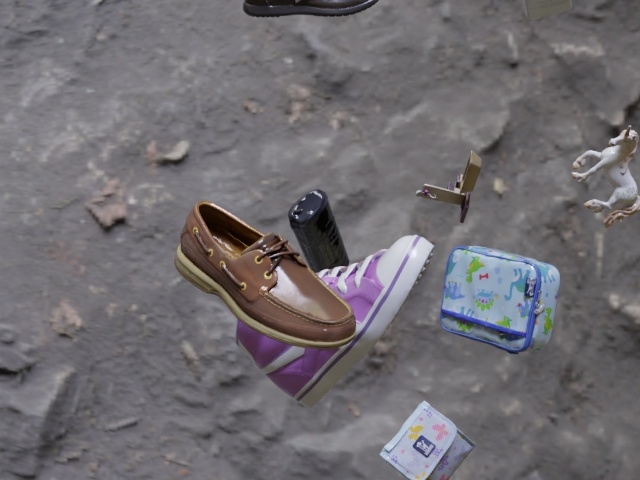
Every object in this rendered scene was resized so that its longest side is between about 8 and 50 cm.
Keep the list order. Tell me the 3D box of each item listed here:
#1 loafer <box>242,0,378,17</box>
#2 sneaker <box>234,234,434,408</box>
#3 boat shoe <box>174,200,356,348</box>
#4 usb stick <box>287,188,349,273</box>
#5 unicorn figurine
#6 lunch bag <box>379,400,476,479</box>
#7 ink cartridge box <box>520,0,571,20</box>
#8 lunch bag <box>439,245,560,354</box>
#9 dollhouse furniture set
[{"bbox_3d":[-0.013,-0.392,1.834,0.220,0.080,0.078,-4,113,-1],"label":"loafer"},{"bbox_3d":[-0.002,0.065,1.336,0.161,0.282,0.102,40,33,-1],"label":"sneaker"},{"bbox_3d":[-0.045,0.026,0.927,0.064,0.178,0.060,-25,136,-44],"label":"boat shoe"},{"bbox_3d":[0.000,0.000,1.930,0.077,0.045,0.278,-48,157,-11],"label":"usb stick"},{"bbox_3d":[0.435,-0.103,1.762,0.162,0.111,0.060,57,26,-28],"label":"unicorn figurine"},{"bbox_3d":[0.102,0.201,1.144,0.071,0.053,0.083,-50,133,-6],"label":"lunch bag"},{"bbox_3d":[0.275,-0.372,1.519,0.150,0.063,0.109,63,12,-60],"label":"ink cartridge box"},{"bbox_3d":[0.323,0.108,2.144,0.090,0.219,0.176,3,100,-44],"label":"lunch bag"},{"bbox_3d":[0.195,-0.104,1.792,0.091,0.081,0.114,-77,180,-46],"label":"dollhouse furniture set"}]
